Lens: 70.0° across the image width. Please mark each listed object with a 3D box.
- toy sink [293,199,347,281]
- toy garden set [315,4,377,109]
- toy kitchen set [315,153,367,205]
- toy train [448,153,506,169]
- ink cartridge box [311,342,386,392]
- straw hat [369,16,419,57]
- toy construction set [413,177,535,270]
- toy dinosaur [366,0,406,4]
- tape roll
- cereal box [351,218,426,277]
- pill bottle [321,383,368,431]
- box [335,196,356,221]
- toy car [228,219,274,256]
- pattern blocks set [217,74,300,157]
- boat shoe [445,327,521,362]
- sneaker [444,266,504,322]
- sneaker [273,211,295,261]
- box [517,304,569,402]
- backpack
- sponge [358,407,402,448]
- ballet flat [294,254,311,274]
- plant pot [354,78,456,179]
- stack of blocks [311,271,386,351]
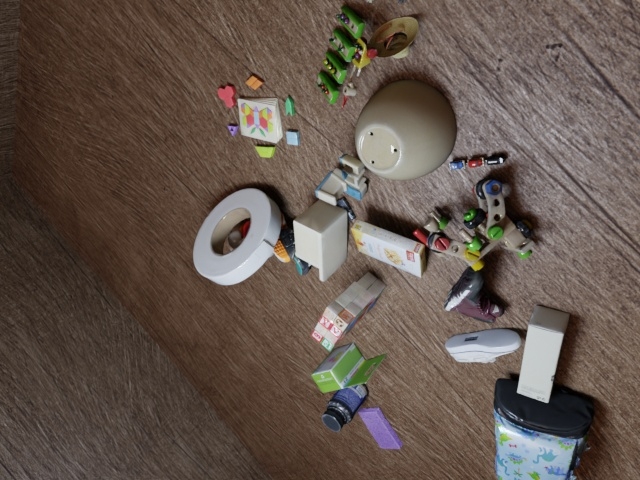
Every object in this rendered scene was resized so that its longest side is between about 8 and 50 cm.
[{"bbox_3d":[0.000,0.000,1.617,0.131,0.153,0.234,26,140,29],"label":"toy sink"},{"bbox_3d":[0.058,-0.492,1.278,0.203,0.049,0.244,61,143,33],"label":"toy garden set"},{"bbox_3d":[0.047,-0.167,1.419,0.122,0.166,0.207,32,166,19],"label":"toy kitchen set"},{"bbox_3d":[0.422,-0.211,1.249,0.158,0.036,0.027,-2,116,39],"label":"toy train"},{"bbox_3d":[0.114,0.499,1.836,0.255,0.189,0.097,-32,94,43],"label":"ink cartridge box"},{"bbox_3d":[0.203,-0.515,1.203,0.145,0.144,0.061,4,156,36],"label":"straw hat"},{"bbox_3d":[0.434,0.003,1.275,0.237,0.257,0.309,42,156,-8],"label":"toy construction set"},{"bbox_3d":[0.206,-0.663,1.116,0.268,0.064,0.118,-34,87,42],"label":"toy dinosaur"},{"bbox_3d":[-0.317,-0.019,1.726,0.392,0.391,0.072,0,152,38],"label":"tape roll"},{"bbox_3d":[0.225,0.027,1.494,0.240,0.047,0.173,23,160,26],"label":"cereal box"},{"bbox_3d":[0.103,0.698,1.947,0.123,0.219,0.122,20,128,28],"label":"pill bottle"},{"bbox_3d":[0.078,-0.103,1.598,0.067,0.018,0.083,-18,105,44],"label":"box"},{"bbox_3d":[-0.266,-0.012,1.827,0.182,0.159,0.136,32,109,47],"label":"toy car"},{"bbox_3d":[-0.218,-0.431,1.614,0.325,0.026,0.285,4,119,36],"label":"pattern blocks set"},{"bbox_3d":[0.533,0.354,1.485,0.268,0.096,0.088,-23,105,45],"label":"boat shoe"},{"bbox_3d":[0.486,0.170,1.371,0.163,0.106,0.281,24,162,10],"label":"sneaker"},{"bbox_3d":[-0.142,0.003,1.730,0.262,0.099,0.121,-112,6,-47],"label":"sneaker"},{"bbox_3d":[0.662,0.340,1.364,0.094,0.113,0.274,14,126,30],"label":"box"},{"bbox_3d":[0.690,0.657,1.472,0.290,0.273,0.355,10,135,25],"label":"backpack"},{"bbox_3d":[0.266,0.841,2.045,0.117,0.031,0.210,-25,101,44],"label":"sponge"},{"bbox_3d":[-0.061,0.080,1.741,0.074,0.074,0.203,38,167,12],"label":"ballet flat"},{"bbox_3d":[0.204,-0.281,1.266,0.284,0.191,0.283,20,128,28],"label":"plant pot"},{"bbox_3d":[0.111,0.229,1.587,0.087,0.297,0.171,39,133,15],"label":"stack of blocks"}]
